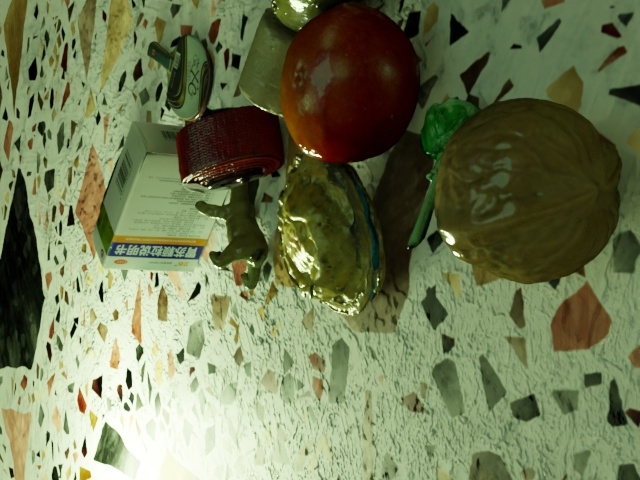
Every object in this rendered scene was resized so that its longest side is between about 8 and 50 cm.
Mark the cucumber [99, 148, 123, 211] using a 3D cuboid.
[{"bbox_3d":[-0.446,-0.124,2.559,0.241,0.075,0.074,-58,43,40],"label":"cucumber"}]

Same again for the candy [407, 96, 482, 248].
[{"bbox_3d":[0.154,-0.083,1.454,0.097,0.097,0.323,-56,6,40],"label":"candy"}]

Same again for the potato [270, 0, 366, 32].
[{"bbox_3d":[-0.001,-0.393,1.726,0.248,0.169,0.143,135,123,-79],"label":"potato"}]

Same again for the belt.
[{"bbox_3d":[-0.162,-0.154,2.020,0.201,0.128,0.124,-16,71,17],"label":"belt"}]

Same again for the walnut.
[{"bbox_3d":[0.247,-0.059,1.334,0.228,0.228,0.227,-6,83,58],"label":"walnut"}]

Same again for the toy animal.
[{"bbox_3d":[-0.150,-0.027,2.080,0.101,0.103,0.218,-38,52,27],"label":"toy animal"}]

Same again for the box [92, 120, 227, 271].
[{"bbox_3d":[-0.305,-0.081,2.210,0.299,0.200,0.106,-62,39,34],"label":"box"}]

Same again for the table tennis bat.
[{"bbox_3d":[-0.297,-0.361,2.387,0.301,0.022,0.173,42,123,48],"label":"table tennis bat"}]

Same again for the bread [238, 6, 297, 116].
[{"bbox_3d":[-0.047,-0.292,1.862,0.141,0.148,0.134,-67,29,30],"label":"bread"}]

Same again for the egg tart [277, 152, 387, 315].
[{"bbox_3d":[0.000,0.000,1.758,0.291,0.107,0.290,45,144,47],"label":"egg tart"}]

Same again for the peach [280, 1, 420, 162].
[{"bbox_3d":[0.041,-0.234,1.672,0.243,0.200,0.243,-6,84,62],"label":"peach"}]
